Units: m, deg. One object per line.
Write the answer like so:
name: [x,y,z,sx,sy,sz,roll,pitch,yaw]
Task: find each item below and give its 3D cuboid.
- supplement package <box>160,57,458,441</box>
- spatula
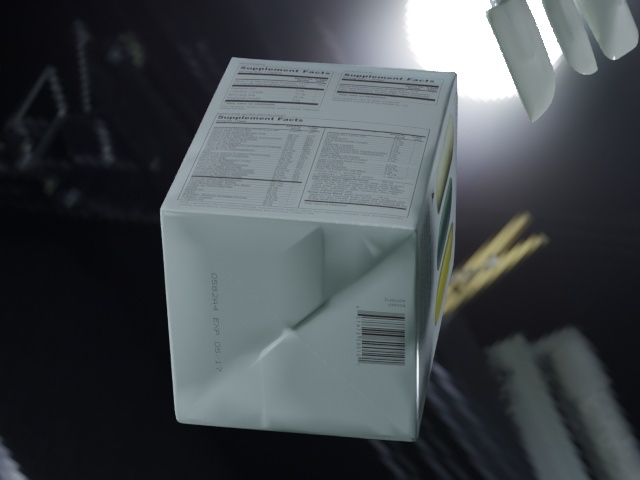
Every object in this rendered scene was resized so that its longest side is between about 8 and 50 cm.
supplement package: [0.000,0.000,1.568,0.198,0.199,0.263,4,-148,9]
spatula: [0.147,-0.223,1.372,0.168,0.019,0.242,-34,-75,-40]
